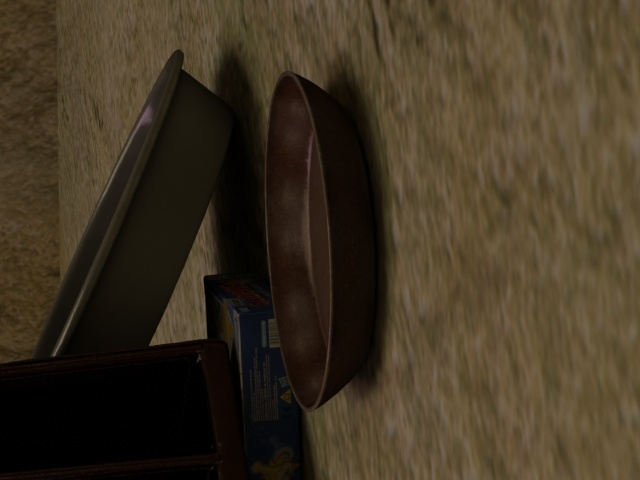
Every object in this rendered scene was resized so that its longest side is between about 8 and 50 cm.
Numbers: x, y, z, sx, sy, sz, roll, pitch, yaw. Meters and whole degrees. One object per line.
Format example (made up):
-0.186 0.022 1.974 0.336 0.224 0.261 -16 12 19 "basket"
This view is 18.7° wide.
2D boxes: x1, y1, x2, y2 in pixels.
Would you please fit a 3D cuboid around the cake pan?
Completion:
-0.132 0.016 1.294 0.293 0.054 0.293 -156 90 -81 "cake pan"

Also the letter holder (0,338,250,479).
-0.164 0.206 1.193 0.302 0.214 0.152 104 159 -56 "letter holder"

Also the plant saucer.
0.000 0.000 0.961 0.168 0.029 0.168 177 90 -79 "plant saucer"

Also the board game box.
-0.040 0.129 1.186 0.136 0.035 0.201 -146 53 -76 "board game box"
